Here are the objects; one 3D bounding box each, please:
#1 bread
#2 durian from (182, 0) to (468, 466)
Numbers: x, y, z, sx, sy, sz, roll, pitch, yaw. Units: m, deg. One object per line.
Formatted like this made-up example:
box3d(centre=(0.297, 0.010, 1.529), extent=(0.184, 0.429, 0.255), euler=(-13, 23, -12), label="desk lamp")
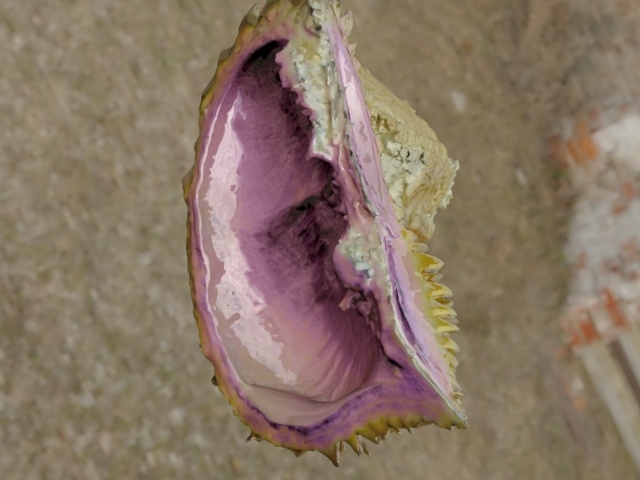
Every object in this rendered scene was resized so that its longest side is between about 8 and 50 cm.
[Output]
box3d(centre=(0.028, -0.077, 1.442), extent=(0.174, 0.121, 0.245), euler=(48, 8, 14), label="bread")
box3d(centre=(-0.001, -0.001, 1.112), extent=(0.112, 0.191, 0.341), euler=(2, 61, -42), label="durian")
